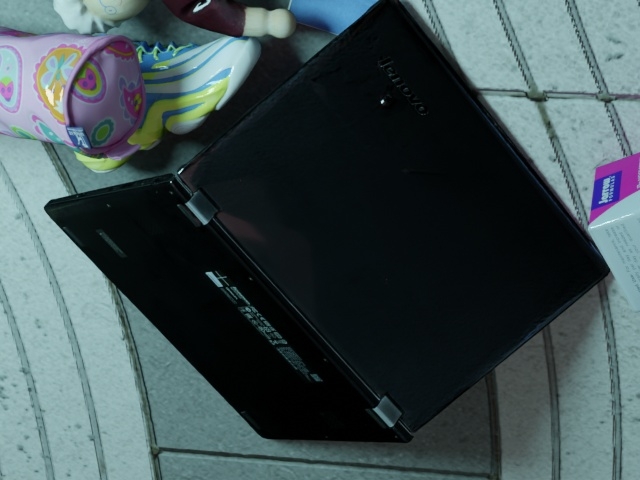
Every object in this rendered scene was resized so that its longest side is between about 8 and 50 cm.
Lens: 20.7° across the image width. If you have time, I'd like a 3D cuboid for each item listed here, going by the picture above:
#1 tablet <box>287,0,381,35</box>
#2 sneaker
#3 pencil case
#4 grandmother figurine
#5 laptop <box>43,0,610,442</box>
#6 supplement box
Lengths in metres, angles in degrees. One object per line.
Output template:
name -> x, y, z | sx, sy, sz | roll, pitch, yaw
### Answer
tablet -> 0.013, -0.220, 1.655 | 0.083, 0.006, 0.054 | 17, 127, -1
sneaker -> -0.174, -0.157, 1.691 | 0.240, 0.091, 0.126 | -31, 113, 30
pencil case -> -0.295, -0.146, 1.652 | 0.284, 0.124, 0.124 | 12, 130, 32
grandmother figurine -> -0.092, -0.268, 1.588 | 0.342, 0.104, 0.207 | -15, 106, 20
laptop -> 0.000, 0.000, 1.806 | 0.382, 0.236, 0.408 | 49, 149, -22
supplement box -> 0.375, -0.034, 1.641 | 0.220, 0.111, 0.114 | -22, 118, 25
